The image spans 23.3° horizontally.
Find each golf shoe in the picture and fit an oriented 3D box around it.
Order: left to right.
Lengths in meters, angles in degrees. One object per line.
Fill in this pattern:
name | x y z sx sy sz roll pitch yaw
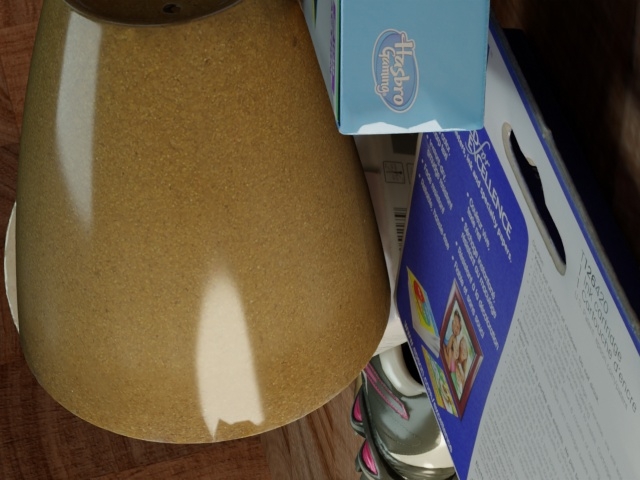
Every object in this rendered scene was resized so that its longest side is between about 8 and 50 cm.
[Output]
golf shoe | 0.055 0.057 1.173 0.120 0.105 0.273 113 144 -44

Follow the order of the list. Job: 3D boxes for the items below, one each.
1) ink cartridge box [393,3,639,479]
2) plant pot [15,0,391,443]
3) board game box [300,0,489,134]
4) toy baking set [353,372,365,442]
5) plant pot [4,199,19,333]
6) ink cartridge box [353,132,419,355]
ink cartridge box | 0.117 0.048 0.777 0.307 0.072 0.303 97 161 -50
plant pot | -0.080 -0.055 0.906 0.237 0.237 0.254 -112 14 -47
board game box | 0.024 -0.216 0.744 0.316 0.064 0.242 -102 12 -65
toy baking set | 0.073 0.193 1.422 0.256 0.030 0.196 90 162 -57
plant pot | -0.123 0.004 1.572 0.305 0.334 0.334 -87 -15 -82
ink cartridge box | 0.000 0.000 1.125 0.232 0.066 0.189 -28 64 49
